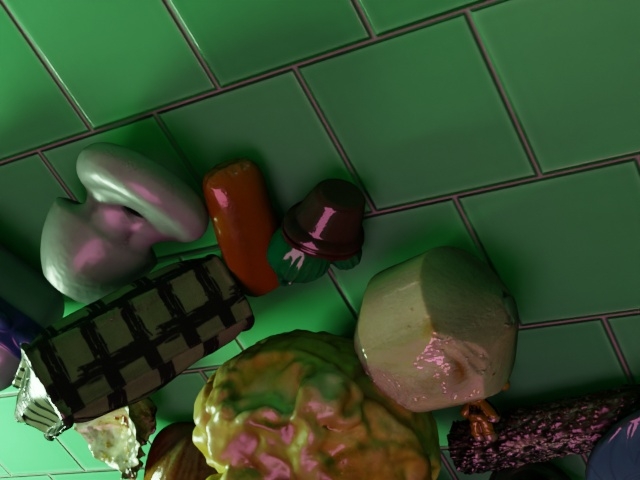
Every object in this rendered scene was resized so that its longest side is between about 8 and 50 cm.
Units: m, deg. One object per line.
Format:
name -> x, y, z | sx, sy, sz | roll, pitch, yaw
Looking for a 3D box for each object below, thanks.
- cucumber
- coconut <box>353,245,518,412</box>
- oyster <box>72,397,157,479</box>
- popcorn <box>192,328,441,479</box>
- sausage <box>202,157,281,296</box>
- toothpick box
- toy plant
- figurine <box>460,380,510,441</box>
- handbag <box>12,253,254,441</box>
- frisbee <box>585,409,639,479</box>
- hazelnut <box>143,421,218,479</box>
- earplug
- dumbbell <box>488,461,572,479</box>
cucumber -> 0.365, 0.289, 1.489 | 0.359, 0.096, 0.096 | -20, 119, 37
coconut -> 0.169, 0.122, 1.354 | 0.241, 0.241, 0.241 | 13, 133, 14
oyster -> -0.400, 0.299, 1.826 | 0.197, 0.133, 0.337 | 17, 132, 13
popcorn -> 0.001, 0.299, 1.516 | 0.390, 0.354, 0.344 | 7, 137, -41
sausage -> -0.107, -0.017, 1.438 | 0.098, 0.098, 0.238 | 2, 129, 23
toothpick box -> -0.599, 0.112, 1.671 | 0.354, 0.263, 0.263 | 39, 134, -13
toy plant -> 0.000, 0.000, 1.391 | 0.142, 0.105, 0.200 | 3, 140, -24
figurine -> 0.235, 0.236, 1.497 | 0.101, 0.068, 0.143 | 20, 114, 34
handbag -> -0.305, 0.173, 1.504 | 0.163, 0.325, 0.327 | 59, 151, 5
frisbee -> 0.530, 0.327, 1.407 | 0.289, 0.049, 0.290 | -2, 131, -3
hazelnut -> -0.252, 0.456, 1.862 | 0.210, 0.186, 0.210 | 29, 151, 17
earplug -> -0.302, -0.026, 1.459 | 0.214, 0.175, 0.325 | 35, 135, -18
dumbbell -> 0.307, 0.517, 1.661 | 0.179, 0.179, 0.406 | 25, 135, 2
